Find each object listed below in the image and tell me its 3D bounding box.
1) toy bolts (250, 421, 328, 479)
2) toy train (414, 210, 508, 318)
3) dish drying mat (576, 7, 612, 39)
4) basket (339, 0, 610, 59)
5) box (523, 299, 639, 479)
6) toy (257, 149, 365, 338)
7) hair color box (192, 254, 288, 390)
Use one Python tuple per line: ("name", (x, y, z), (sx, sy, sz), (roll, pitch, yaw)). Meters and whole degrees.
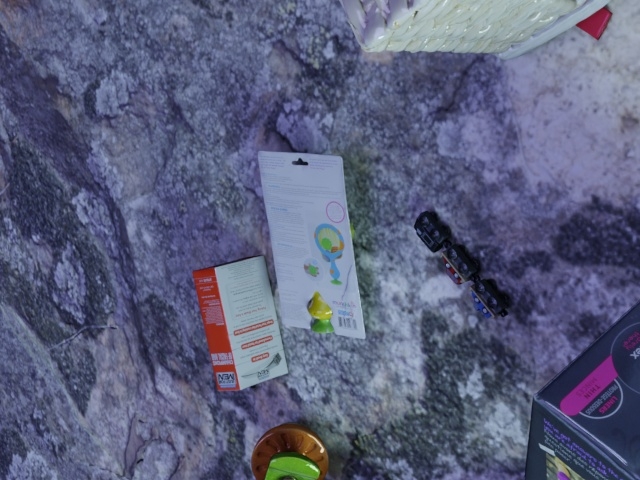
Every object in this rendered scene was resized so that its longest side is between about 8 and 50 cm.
("toy bolts", (-0.005, 0.367, 1.520), (0.218, 0.158, 0.228), (18, 106, -4))
("toy train", (0.161, 0.031, 1.321), (0.158, 0.027, 0.036), (52, 133, 22))
("dish drying mat", (0.261, -0.241, 1.174), (0.083, 0.008, 0.032), (42, 124, 27))
("basket", (0.161, -0.381, 1.053), (0.328, 0.266, 0.331), (-32, 74, 43))
("box", (0.295, 0.197, 1.063), (0.143, 0.165, 0.270), (41, 158, 28))
("toy", (0.000, 0.000, 1.444), (0.137, 0.056, 0.237), (7, 110, 38))
("hair color box", (-0.108, 0.111, 1.545), (0.053, 0.093, 0.167), (-10, 92, 45))
